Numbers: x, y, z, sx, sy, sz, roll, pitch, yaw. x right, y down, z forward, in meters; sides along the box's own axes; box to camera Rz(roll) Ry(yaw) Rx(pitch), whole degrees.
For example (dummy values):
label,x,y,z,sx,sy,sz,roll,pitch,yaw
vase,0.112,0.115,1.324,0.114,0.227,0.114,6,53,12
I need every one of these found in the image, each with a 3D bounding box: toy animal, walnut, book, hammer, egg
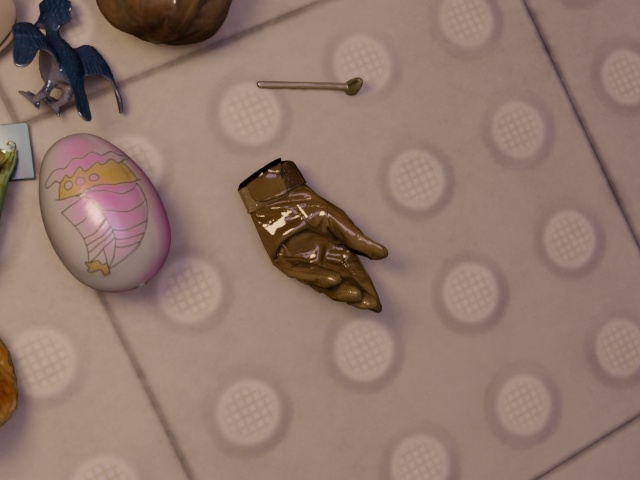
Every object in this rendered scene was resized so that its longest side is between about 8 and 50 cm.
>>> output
label,x,y,z,sx,sy,sz,roll,pitch,yaw
toy animal,-0.433,-0.300,1.558,0.255,0.239,0.176,39,107,32
walnut,-0.264,-0.442,1.578,0.248,0.248,0.248,1,84,-15
book,-0.557,-0.146,1.578,0.135,0.017,0.103,-8,89,-15
hammer,-0.019,-0.286,1.723,0.195,0.060,0.028,-2,86,-11
egg,-0.355,-0.047,1.532,0.196,0.196,0.271,-19,96,-16

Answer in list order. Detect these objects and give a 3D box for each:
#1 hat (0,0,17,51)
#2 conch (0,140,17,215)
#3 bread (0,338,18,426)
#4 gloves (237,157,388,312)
label,x,y,z,sx,sy,sz,roll,pitch,yaw
hat,-0.613,-0.348,1.502,0.219,0.164,0.226,42,120,-7
conch,-0.582,-0.054,1.491,0.143,0.137,0.250,14,89,-15
bread,-0.584,0.208,1.439,0.134,0.244,0.244,-26,92,18
gloves,-0.008,0.005,1.654,0.154,0.141,0.331,-34,84,-41
